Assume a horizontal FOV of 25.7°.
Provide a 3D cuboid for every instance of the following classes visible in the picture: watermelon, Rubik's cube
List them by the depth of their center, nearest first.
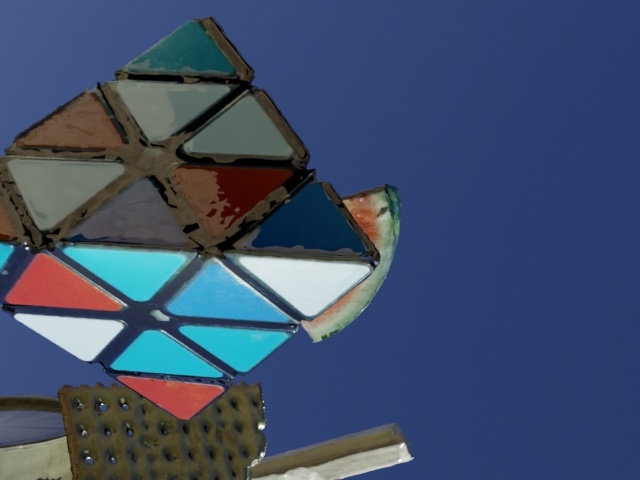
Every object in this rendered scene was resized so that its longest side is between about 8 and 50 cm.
[{"bbox_3d":[-0.052,0.030,0.846,0.234,0.250,0.284,7,-149,40],"label":"Rubik's cube"},{"bbox_3d":[0.019,0.014,1.668,0.136,0.202,0.207,65,-28,26],"label":"watermelon"}]

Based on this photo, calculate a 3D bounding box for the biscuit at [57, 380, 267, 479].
[{"bbox_3d":[-0.137,0.190,1.296,0.016,0.203,0.144,120,-35,-44],"label":"biscuit"}]

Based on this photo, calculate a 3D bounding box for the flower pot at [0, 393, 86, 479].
[{"bbox_3d":[-0.310,0.267,1.355,0.212,0.212,0.202,0,-83,49],"label":"flower pot"}]

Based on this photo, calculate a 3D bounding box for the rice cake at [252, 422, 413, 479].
[{"bbox_3d":[-0.003,0.287,1.792,0.256,0.057,0.052,-18,-90,18],"label":"rice cake"}]
